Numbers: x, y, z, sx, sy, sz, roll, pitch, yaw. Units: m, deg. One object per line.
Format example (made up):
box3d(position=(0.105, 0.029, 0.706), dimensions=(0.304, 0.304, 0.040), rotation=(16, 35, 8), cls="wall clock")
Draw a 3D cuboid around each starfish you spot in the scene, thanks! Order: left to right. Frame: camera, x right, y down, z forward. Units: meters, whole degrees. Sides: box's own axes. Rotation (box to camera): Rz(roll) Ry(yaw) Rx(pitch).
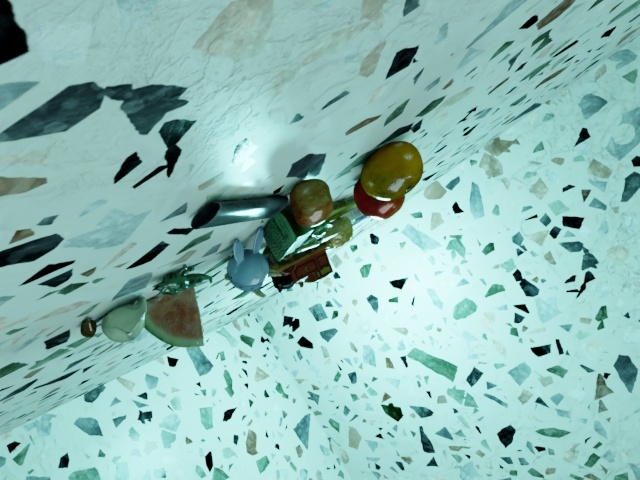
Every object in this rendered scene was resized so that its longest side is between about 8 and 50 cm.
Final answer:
box3d(position=(-0.273, 0.138, 1.960), dimensions=(0.215, 0.238, 0.071), rotation=(-24, 142, -6), cls="starfish")

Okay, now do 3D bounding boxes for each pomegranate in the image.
box3d(position=(0.243, -0.185, 1.977), dimensions=(0.210, 0.210, 0.235), rotation=(-36, 164, 28), cls="pomegranate")

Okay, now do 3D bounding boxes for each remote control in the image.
box3d(position=(-0.213, -0.084, 1.382), dimensions=(0.107, 0.044, 0.377), rotation=(-40, 170, 23), cls="remote control")

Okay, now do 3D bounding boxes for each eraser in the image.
box3d(position=(0.185, -0.130, 2.596), dimensions=(0.210, 0.068, 0.124), rotation=(-27, 172, -28), cls="eraser")

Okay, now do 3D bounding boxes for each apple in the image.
box3d(position=(-0.027, -0.119, 1.525), dimensions=(0.130, 0.147, 0.146), rotation=(-17, 172, -1), cls="apple")

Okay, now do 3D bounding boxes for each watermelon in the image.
box3d(position=(-0.561, 0.287, 1.874), dimensions=(0.310, 0.232, 0.193), rotation=(24, 144, -23), cls="watermelon")

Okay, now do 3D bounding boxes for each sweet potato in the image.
box3d(position=(-0.733, 0.268, 1.549), dimensions=(0.049, 0.049, 0.117), rotation=(-27, 160, -36), cls="sweet potato")

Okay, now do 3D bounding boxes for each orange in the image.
box3d(position=(0.260, -0.241, 1.756), dimensions=(0.240, 0.171, 0.240), rotation=(-29, 163, -10), cls="orange")

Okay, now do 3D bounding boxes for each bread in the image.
box3d(position=(0.052, -0.025, 2.380), dimensions=(0.244, 0.134, 0.244), rotation=(-24, -176, 2), cls="bread")

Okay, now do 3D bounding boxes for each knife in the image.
box3d(position=(0.002, 0.002, 1.778), dimensions=(0.047, 0.017, 0.297), rotation=(-43, 167, 30), cls="knife")

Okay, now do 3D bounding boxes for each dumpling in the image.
box3d(position=(-0.644, 0.262, 1.642), dimensions=(0.167, 0.126, 0.216), rotation=(-59, 180, -35), cls="dumpling")

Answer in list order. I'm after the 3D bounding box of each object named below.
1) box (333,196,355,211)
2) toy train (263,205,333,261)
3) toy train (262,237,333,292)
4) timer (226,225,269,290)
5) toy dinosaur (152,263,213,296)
box3d(position=(0.048, -0.122, 2.187), dimensions=(0.153, 0.041, 0.278), rotation=(-36, 171, 37), cls="box")
box3d(position=(-0.082, -0.047, 1.770), dimensions=(0.201, 0.145, 0.266), rotation=(-26, 170, -26), cls="toy train")
box3d(position=(-0.092, 0.090, 2.158), dimensions=(0.369, 0.232, 0.163), rotation=(-26, -175, -34), cls="toy train")
box3d(position=(-0.281, 0.068, 1.819), dimensions=(0.175, 0.256, 0.175), rotation=(-9, -153, 5), cls="timer")
box3d(position=(-0.452, 0.131, 1.669), dimensions=(0.120, 0.079, 0.292), rotation=(-31, 172, 34), cls="toy dinosaur")
